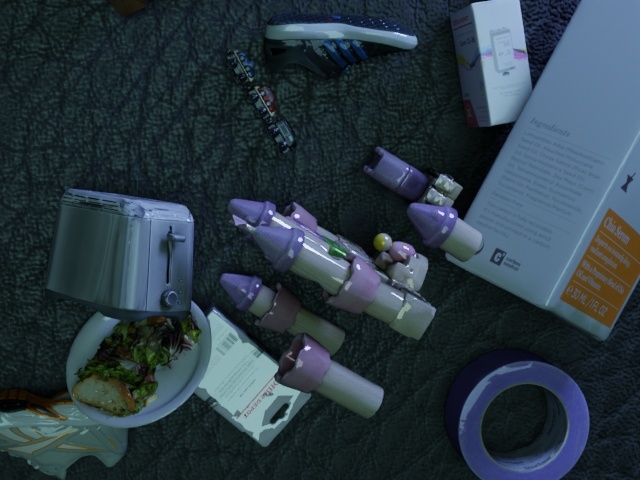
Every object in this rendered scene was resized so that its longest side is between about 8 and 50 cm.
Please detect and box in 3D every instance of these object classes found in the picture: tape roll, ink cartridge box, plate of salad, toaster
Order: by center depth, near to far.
[{"bbox_3d":[-0.256,0.016,1.196,0.129,0.227,0.146,6,93,-50],"label":"toaster"},{"bbox_3d":[-0.239,0.144,1.220,0.200,0.048,0.199,-7,55,11],"label":"plate of salad"},{"bbox_3d":[0.224,-0.253,1.255,0.067,0.115,0.198,-11,97,-6],"label":"ink cartridge box"},{"bbox_3d":[-0.112,0.183,1.289,0.180,0.060,0.104,42,90,-10],"label":"ink cartridge box"},{"bbox_3d":[0.276,0.253,1.339,0.189,0.080,0.189,-1,96,-8],"label":"tape roll"}]

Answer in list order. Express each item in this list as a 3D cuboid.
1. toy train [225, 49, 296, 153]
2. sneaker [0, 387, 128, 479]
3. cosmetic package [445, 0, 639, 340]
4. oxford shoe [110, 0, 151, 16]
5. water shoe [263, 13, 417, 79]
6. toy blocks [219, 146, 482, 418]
[{"bbox_3d":[-0.078,-0.189,1.267,0.036,0.027,0.158,-32,100,-6],"label":"toy train"},{"bbox_3d":[-0.380,0.263,1.248,0.262,0.099,0.121,-3,101,-6],"label":"sneaker"},{"bbox_3d":[0.373,-0.118,1.217,0.230,0.161,0.453,24,94,-52],"label":"cosmetic package"},{"bbox_3d":[-0.287,-0.382,1.200,0.076,0.076,0.212,-29,89,36],"label":"oxford shoe"},{"bbox_3d":[0.025,-0.256,1.262,0.203,0.073,0.080,4,118,-4],"label":"water shoe"},{"bbox_3d":[0.000,0.000,1.167,0.260,0.288,0.309,31,95,-15],"label":"toy blocks"}]
